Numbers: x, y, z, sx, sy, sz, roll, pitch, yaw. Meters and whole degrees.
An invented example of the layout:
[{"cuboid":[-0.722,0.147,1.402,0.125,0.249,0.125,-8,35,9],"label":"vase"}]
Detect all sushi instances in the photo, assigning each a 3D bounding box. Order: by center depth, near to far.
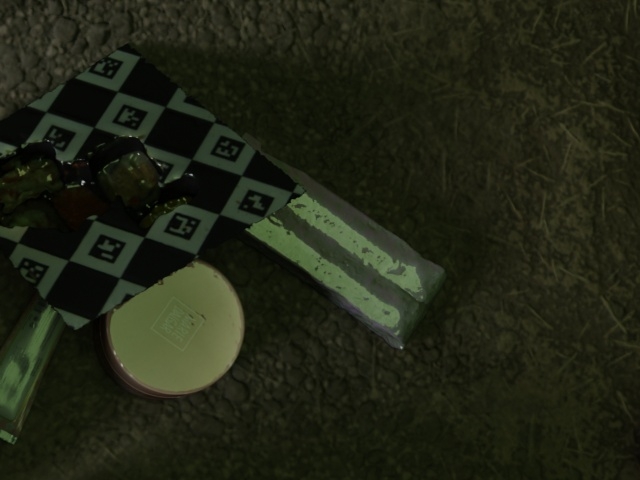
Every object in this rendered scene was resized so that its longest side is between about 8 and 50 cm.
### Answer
[{"cuboid":[-0.219,-0.049,1.926,0.292,0.059,0.294,-34,59,-24],"label":"sushi"}]

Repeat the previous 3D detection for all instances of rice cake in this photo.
[{"cuboid":[0.000,-0.002,2.028,0.298,0.050,0.106,35,74,-8],"label":"rice cake"}]

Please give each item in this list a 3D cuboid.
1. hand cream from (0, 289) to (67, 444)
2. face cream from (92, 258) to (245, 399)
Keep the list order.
[{"cuboid":[-0.304,0.109,1.936,0.067,0.043,0.209,29,81,-8],"label":"hand cream"},{"cuboid":[-0.162,0.094,1.941,0.149,0.104,0.149,2,82,-15],"label":"face cream"}]
